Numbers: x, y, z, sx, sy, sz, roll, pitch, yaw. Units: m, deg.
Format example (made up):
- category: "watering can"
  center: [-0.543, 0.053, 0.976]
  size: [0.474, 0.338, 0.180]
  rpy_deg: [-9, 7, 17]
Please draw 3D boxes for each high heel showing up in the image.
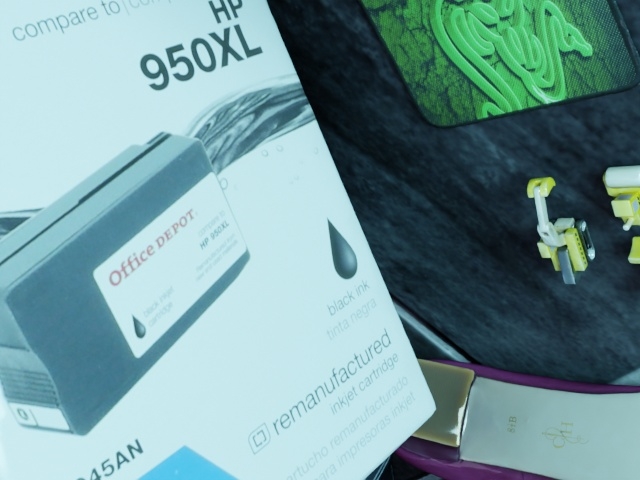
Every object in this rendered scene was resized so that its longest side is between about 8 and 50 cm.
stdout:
- category: "high heel"
  center: [0.224, 0.171, 0.679]
  size: [0.377, 0.127, 0.181]
  rpy_deg: [20, 169, 19]

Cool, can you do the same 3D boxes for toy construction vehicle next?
- category: "toy construction vehicle"
  center: [0.179, 0.000, 0.546]
  size: [0.086, 0.035, 0.098]
  rpy_deg: [4, 133, 39]

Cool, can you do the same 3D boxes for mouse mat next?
- category: "mouse mat"
  center: [0.079, -0.149, 0.490]
  size: [0.153, 0.007, 0.189]
  rpy_deg: [-7, 127, 45]

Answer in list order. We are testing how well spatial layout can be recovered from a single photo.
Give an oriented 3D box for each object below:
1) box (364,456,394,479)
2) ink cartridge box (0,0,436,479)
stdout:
- category: "box"
  center: [-0.027, 0.285, 0.992]
  size: [0.207, 0.108, 0.153]
  rpy_deg: [19, 141, 26]
- category: "ink cartridge box"
  center: [-0.134, 0.004, 0.525]
  size: [0.166, 0.285, 0.394]
  rpy_deg: [-12, 105, 47]
